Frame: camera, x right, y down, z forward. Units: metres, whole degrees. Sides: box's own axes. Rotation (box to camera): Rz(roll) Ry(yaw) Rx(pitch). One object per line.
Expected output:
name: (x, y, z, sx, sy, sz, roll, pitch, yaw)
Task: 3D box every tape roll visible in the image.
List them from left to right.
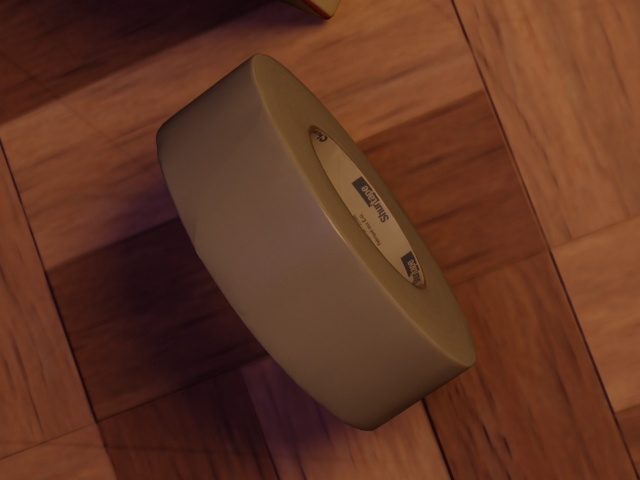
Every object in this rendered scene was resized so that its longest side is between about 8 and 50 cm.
tape roll: (0.000, 0.000, 0.793, 0.072, 0.219, 0.219, -36, 80, 12)

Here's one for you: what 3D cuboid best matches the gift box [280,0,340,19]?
gift box: (-0.053, -0.306, 0.799, 0.258, 0.255, 0.276, 27, 99, 16)
